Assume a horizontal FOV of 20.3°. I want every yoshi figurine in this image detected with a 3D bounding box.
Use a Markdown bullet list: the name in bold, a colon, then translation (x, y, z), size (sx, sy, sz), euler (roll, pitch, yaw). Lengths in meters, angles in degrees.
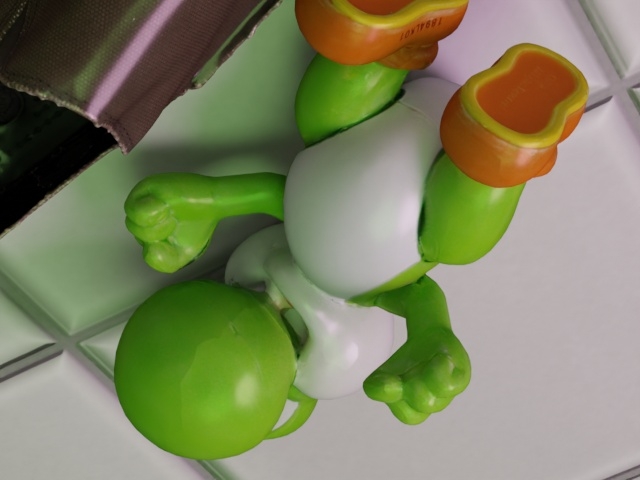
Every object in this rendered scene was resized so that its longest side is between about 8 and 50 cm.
- **yoshi figurine**: translation (-0.011, 0.016, 1.035), size (0.203, 0.203, 0.362), euler (12, 137, -19)

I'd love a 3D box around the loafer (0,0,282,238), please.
- **loafer**: translation (-0.100, -0.106, 0.925), size (0.134, 0.130, 0.366), euler (28, 125, -35)
